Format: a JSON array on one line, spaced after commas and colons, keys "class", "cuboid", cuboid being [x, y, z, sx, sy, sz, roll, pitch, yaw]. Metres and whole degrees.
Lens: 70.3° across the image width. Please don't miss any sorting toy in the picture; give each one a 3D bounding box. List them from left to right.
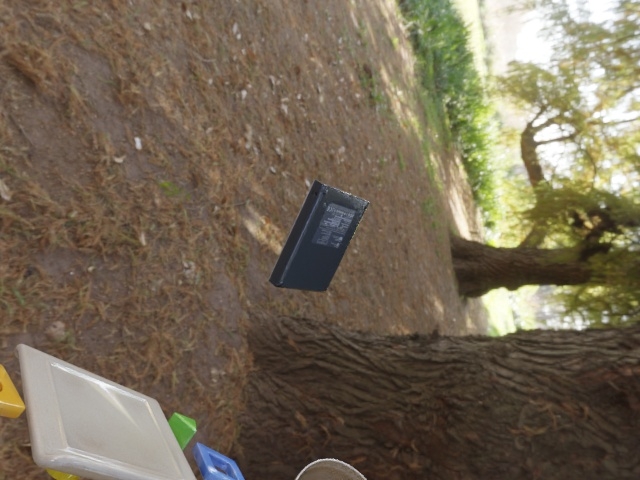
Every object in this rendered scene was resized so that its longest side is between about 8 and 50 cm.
[{"class": "sorting toy", "cuboid": [-0.217, 0.191, 0.450, 0.047, 0.195, 0.348, -53, 131, -11]}]

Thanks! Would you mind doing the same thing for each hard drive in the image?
[{"class": "hard drive", "cuboid": [0.000, 0.000, 0.564, 0.094, 0.022, 0.135, 14, 106, -48]}]

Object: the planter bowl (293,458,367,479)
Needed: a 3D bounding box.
[{"class": "planter bowl", "cuboid": [0.000, 0.410, 0.637, 0.161, 0.109, 0.162, 26, 35, -20]}]
